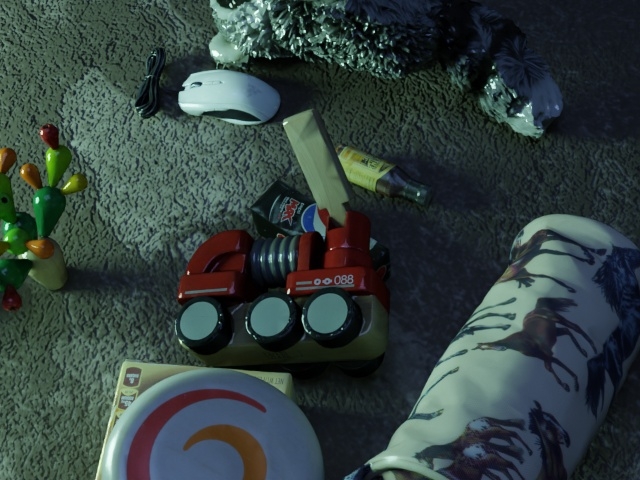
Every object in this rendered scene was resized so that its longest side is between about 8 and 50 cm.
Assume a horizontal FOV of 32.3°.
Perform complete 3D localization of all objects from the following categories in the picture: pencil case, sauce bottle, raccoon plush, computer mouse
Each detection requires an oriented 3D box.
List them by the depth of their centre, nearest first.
[{"bbox_3d":[0.178,0.141,1.041,0.183,0.160,0.410,-11,27,43],"label":"pencil case"},{"bbox_3d":[0.073,-0.076,1.320,0.128,0.042,0.042,23,64,19],"label":"sauce bottle"},{"bbox_3d":[0.043,-0.232,1.385,0.216,0.299,0.446,-41,93,-33],"label":"raccoon plush"},{"bbox_3d":[-0.146,-0.196,1.424,0.193,0.042,0.106,8,59,13],"label":"computer mouse"}]

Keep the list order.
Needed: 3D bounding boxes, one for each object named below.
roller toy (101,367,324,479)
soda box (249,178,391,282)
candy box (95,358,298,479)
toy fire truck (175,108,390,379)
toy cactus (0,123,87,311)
[{"bbox_3d":[-0.095,0.224,0.992,0.209,0.146,0.191,-4,61,-10],"label":"roller toy"},{"bbox_3d":[0.000,0.000,1.270,0.169,0.060,0.053,33,67,24],"label":"soda box"},{"bbox_3d":[-0.133,0.283,1.097,0.183,0.087,0.316,3,58,8],"label":"candy box"},{"bbox_3d":[-0.040,0.008,1.183,0.217,0.158,0.246,-5,62,19],"label":"toy fire truck"},{"bbox_3d":[-0.319,-0.004,1.246,0.112,0.180,0.219,4,60,11],"label":"toy cactus"}]
